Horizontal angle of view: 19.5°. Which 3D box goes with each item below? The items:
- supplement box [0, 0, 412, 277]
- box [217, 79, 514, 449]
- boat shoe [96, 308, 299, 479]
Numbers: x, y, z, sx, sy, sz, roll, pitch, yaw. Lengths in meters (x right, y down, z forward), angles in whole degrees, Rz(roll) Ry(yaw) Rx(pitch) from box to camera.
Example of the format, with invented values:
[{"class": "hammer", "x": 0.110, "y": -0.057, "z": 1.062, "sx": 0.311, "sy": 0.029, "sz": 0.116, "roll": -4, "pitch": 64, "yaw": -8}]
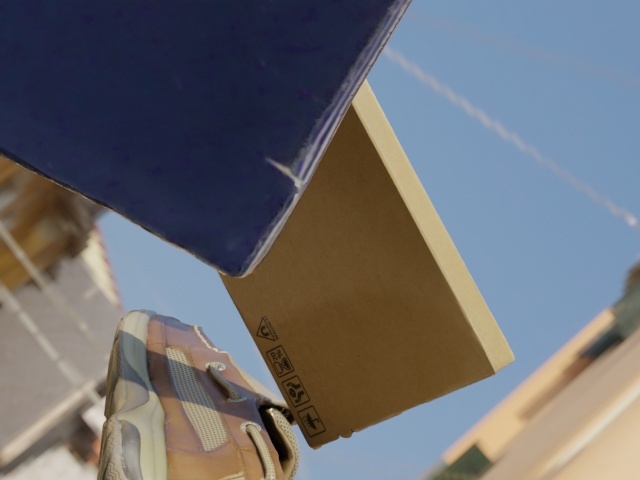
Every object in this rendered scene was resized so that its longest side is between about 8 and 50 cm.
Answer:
[{"class": "supplement box", "x": -0.067, "y": -0.168, "z": 0.667, "sx": 0.195, "sy": 0.194, "sz": 0.356, "roll": 28, "pitch": 16, "yaw": -14}, {"class": "box", "x": 0.000, "y": 0.000, "z": 0.976, "sx": 0.164, "sy": 0.021, "sz": 0.201, "roll": -29, "pitch": -92, "yaw": 49}, {"class": "boat shoe", "x": -0.071, "y": 0.128, "z": 1.092, "sx": 0.324, "sy": 0.116, "sz": 0.123, "roll": -103, "pitch": -160, "yaw": -71}]
